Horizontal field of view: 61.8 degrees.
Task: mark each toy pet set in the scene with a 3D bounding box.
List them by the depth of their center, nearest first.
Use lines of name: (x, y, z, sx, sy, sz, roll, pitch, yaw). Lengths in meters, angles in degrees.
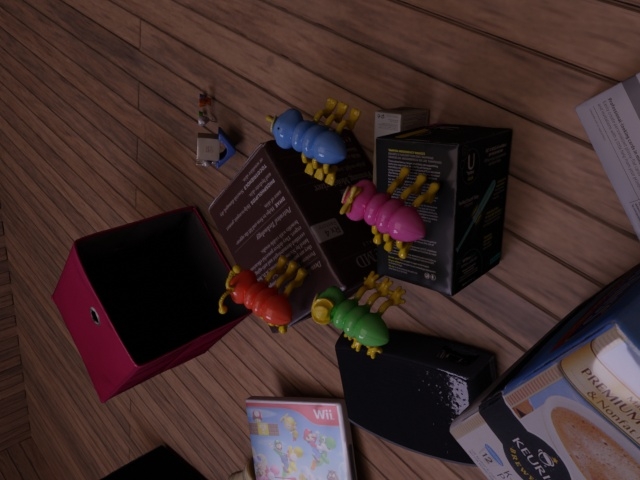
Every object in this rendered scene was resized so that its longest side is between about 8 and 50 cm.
toy pet set: (-0.183, -0.183, 0.938, 0.114, 0.065, 0.122, -114, 29, -61)

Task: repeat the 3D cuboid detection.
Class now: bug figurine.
bug figurine: (0.000, 0.000, 0.562, 0.216, 0.072, 0.279, 26, 110, 25)

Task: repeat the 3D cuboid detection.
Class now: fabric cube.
fabric cube: (-0.341, 0.125, 1.057, 0.258, 0.259, 0.254, -40, 77, 46)

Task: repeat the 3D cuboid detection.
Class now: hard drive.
hard drive: (0.128, 0.219, 0.760, 0.254, 0.054, 0.172, 2, 107, 46)

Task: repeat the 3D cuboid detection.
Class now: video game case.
video game case: (-0.029, 0.421, 0.948, 0.204, 0.025, 0.285, -8, 90, 29)

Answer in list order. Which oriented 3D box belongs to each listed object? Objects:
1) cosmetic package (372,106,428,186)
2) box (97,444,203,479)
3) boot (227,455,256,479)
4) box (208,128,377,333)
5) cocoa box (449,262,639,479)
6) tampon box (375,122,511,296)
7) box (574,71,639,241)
cosmetic package: (0.098, -0.104, 0.661, 0.041, 0.060, 0.115, 20, 118, 41)
box: (-0.374, 0.882, 1.362, 0.480, 0.297, 0.472, 16, 115, 41)
boot: (-0.087, 0.570, 1.095, 0.262, 0.095, 0.203, 49, 139, 11)
box: (-0.011, -0.016, 0.726, 0.167, 0.168, 0.203, -39, 77, 44)
cocoa box: (0.323, 0.183, 0.387, 0.347, 0.231, 0.228, 51, 148, 19)
tampon box: (0.136, -0.042, 0.600, 0.101, 0.120, 0.161, 15, 116, 40)
box: (0.332, -0.093, 0.439, 0.186, 0.038, 0.145, -27, 86, 47)
